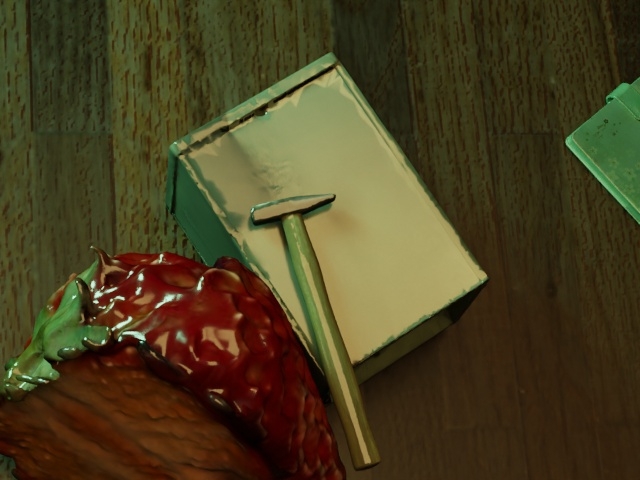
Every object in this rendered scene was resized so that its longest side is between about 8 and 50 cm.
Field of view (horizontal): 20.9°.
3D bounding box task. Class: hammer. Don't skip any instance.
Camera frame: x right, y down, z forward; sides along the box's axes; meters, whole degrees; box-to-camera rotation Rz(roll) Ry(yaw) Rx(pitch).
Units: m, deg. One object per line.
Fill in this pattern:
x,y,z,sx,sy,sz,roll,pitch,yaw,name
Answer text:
0.008,0.062,1.202,0.062,0.013,0.199,-15,77,-11,hammer

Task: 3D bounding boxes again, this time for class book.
0.283,-0.090,1.466,0.135,0.017,0.103,-38,82,-21,book

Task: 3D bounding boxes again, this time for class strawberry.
-0.078,0.107,1.206,0.280,0.253,0.150,26,54,-4,strawberry

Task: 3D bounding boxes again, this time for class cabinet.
0.000,0.000,1.303,0.145,0.150,0.206,-31,80,-14,cabinet
